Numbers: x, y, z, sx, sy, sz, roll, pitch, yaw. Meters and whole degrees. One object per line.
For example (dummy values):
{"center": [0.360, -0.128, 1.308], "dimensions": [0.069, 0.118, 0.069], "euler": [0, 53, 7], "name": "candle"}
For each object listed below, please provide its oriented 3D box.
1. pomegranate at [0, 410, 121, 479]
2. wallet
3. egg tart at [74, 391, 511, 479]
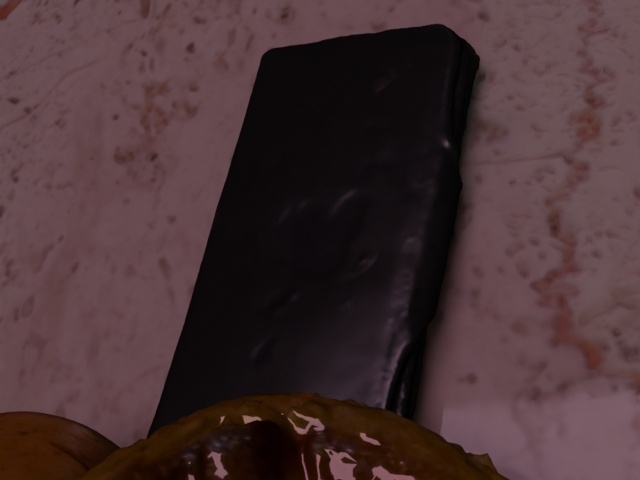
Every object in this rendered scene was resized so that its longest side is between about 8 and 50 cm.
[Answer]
{"center": [-0.183, 0.214, 0.499], "dimensions": [0.209, 0.209, 0.209], "euler": [-11, 61, 21], "name": "pomegranate"}
{"center": [0.000, 0.000, 0.604], "dimensions": [0.197, 0.051, 0.377], "euler": [-1, 64, 29], "name": "wallet"}
{"center": [0.000, 0.241, 0.374], "dimensions": [0.340, 0.153, 0.351], "euler": [-19, 59, -25], "name": "egg tart"}
